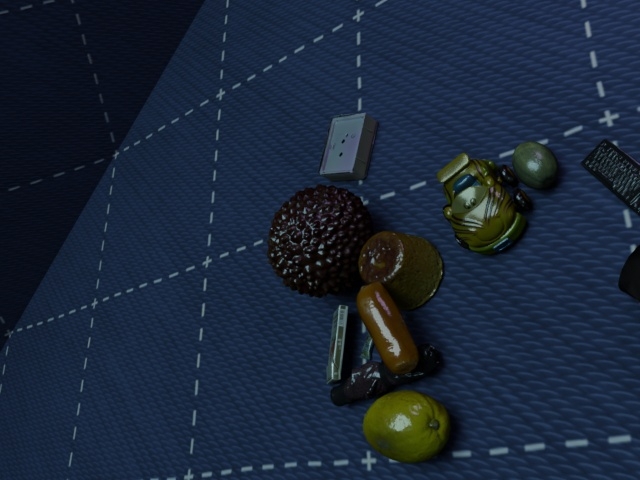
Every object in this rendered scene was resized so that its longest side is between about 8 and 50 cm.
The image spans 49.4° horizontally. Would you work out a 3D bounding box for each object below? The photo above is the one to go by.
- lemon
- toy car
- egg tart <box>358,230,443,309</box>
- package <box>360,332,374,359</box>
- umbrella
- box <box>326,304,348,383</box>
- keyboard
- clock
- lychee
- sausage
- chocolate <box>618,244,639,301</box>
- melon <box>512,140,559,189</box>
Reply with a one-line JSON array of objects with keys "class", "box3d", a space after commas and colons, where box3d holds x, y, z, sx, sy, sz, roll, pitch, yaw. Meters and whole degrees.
[{"class": "lemon", "box3d": [0.197, 0.426, 1.597, 0.207, 0.170, 0.170, -15, 62, 46]}, {"class": "toy car", "box3d": [0.375, -0.094, 1.671, 0.200, 0.142, 0.248, -41, 47, 24]}, {"class": "egg tart", "box3d": [0.190, 0.070, 1.775, 0.202, 0.147, 0.203, -18, 62, 39]}, {"class": "package", "box3d": [0.134, 0.261, 1.839, 0.037, 0.015, 0.110, 8, 77, 51]}, {"class": "umbrella", "box3d": [0.154, 0.337, 1.732, 0.326, 0.090, 0.094, -29, 59, 32]}, {"class": "box", "box3d": [0.043, 0.280, 1.863, 0.109, 0.029, 0.198, 112, 166, -71]}, {"class": "keyboard", "box3d": [0.669, -0.126, 1.496, 0.087, 0.017, 0.250, -48, 45, 19]}, {"class": "clock", "box3d": [0.084, -0.278, 2.084, 0.147, 0.071, 0.192, 0, 72, 44]}, {"class": "lychee", "box3d": [0.000, 0.000, 1.886, 0.306, 0.330, 0.306, 12, 108, 42]}, {"class": "sausage", "box3d": [0.156, 0.204, 1.651, 0.098, 0.098, 0.238, -39, 60, 25]}, {"class": "chocolate", "box3d": [0.663, 0.081, 1.369, 0.125, 0.080, 0.149, -36, 57, 42]}, {"class": "melon", "box3d": [0.499, -0.177, 1.623, 0.098, 0.098, 0.131, -42, 49, 22]}]
